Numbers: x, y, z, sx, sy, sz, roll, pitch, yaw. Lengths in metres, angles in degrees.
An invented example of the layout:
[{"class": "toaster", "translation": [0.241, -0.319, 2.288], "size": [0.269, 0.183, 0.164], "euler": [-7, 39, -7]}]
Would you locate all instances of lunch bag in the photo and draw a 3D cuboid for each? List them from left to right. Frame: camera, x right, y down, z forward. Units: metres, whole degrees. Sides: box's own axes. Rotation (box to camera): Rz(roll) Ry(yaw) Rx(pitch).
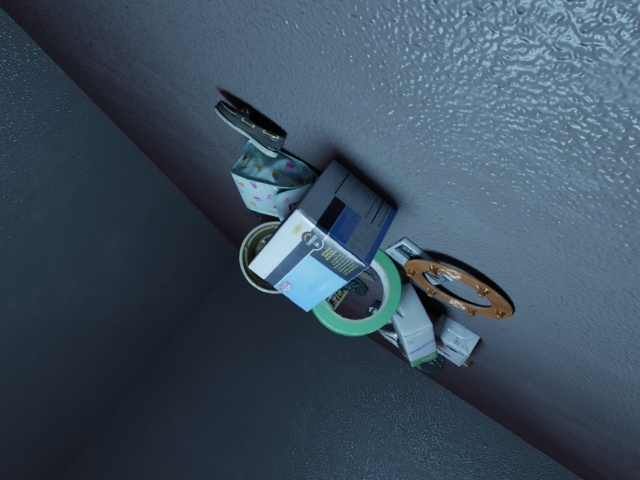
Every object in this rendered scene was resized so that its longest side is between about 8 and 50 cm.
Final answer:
[{"class": "lunch bag", "translation": [-0.121, -0.167, 1.376], "size": [0.262, 0.160, 0.223], "euler": [20, 159, 11]}]

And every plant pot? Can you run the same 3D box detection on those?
[{"class": "plant pot", "translation": [-0.220, 0.071, 2.163], "size": [0.334, 0.334, 0.305], "euler": [39, 178, -6]}]

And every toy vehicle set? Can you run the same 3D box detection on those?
[{"class": "toy vehicle set", "translation": [0.050, 0.222, 2.196], "size": [0.035, 0.166, 0.267], "euler": [25, 162, 42]}]

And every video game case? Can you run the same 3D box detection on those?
[{"class": "video game case", "translation": [0.305, 0.069, 1.359], "size": [0.190, 0.022, 0.173], "euler": [38, 167, 0]}]

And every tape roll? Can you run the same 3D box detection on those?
[{"class": "tape roll", "translation": [0.115, 0.165, 1.513], "size": [0.321, 0.321, 0.077], "euler": [36, 166, 8]}]

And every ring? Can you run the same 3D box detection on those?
[{"class": "ring", "translation": [0.399, 0.154, 1.302], "size": [0.337, 0.032, 0.336], "euler": [29, 167, 7]}]

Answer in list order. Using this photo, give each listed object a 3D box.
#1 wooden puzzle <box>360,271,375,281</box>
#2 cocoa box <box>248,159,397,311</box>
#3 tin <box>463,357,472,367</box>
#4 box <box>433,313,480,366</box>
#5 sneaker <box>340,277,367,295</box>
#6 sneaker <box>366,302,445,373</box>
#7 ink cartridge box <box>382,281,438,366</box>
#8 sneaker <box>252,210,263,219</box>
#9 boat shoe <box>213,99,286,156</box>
[{"class": "wooden puzzle", "translation": [0.201, 0.153, 1.918], "size": [0.078, 0.014, 0.116], "euler": [40, 167, -30]}, {"class": "cocoa box", "translation": [0.000, 0.000, 1.213], "size": [0.228, 0.231, 0.347], "euler": [38, 141, -7]}, {"class": "tin", "translation": [0.626, 0.522, 2.017], "size": [0.190, 0.040, 0.106], "euler": [44, 161, -25]}, {"class": "box", "translation": [0.528, 0.408, 1.770], "size": [0.169, 0.087, 0.290], "euler": [32, 165, 22]}, {"class": "sneaker", "translation": [0.115, 0.197, 2.086], "size": [0.267, 0.106, 0.101], "euler": [43, 164, -26]}, {"class": "sneaker", "translation": [0.439, 0.487, 2.187], "size": [0.447, 0.169, 0.257], "euler": [40, 178, 26]}, {"class": "ink cartridge box", "translation": [0.342, 0.320, 1.653], "size": [0.278, 0.117, 0.201], "euler": [66, -177, -49]}, {"class": "sneaker", "translation": [-0.290, -0.174, 1.911], "size": [0.051, 0.089, 0.170], "euler": [25, 162, 42]}, {"class": "boat shoe", "translation": [-0.196, -0.327, 1.224], "size": [0.228, 0.068, 0.081], "euler": [38, -158, 4]}]
